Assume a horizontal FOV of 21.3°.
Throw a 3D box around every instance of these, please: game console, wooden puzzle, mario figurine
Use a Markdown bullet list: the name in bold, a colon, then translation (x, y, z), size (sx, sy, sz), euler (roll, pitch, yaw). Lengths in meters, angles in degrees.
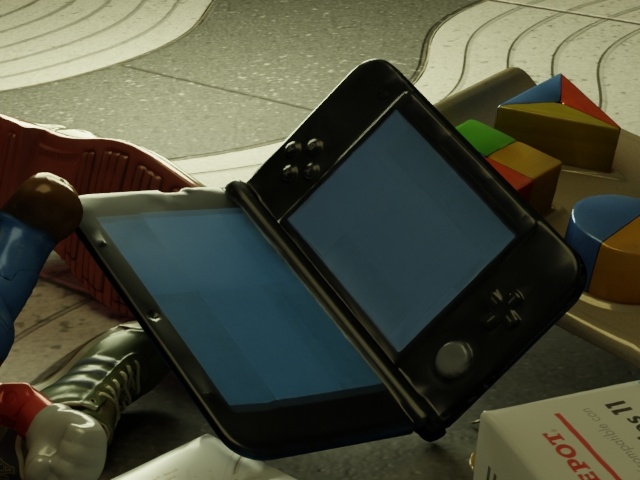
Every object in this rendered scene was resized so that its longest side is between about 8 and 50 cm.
- **game console**: translation (0.000, 0.000, 1.249), size (0.293, 0.250, 0.173), euler (50, 10, 36)
- **wooden puzzle**: translation (0.228, -0.038, 1.415), size (0.348, 0.080, 0.322), euler (32, 37, 25)
- **mario figurine**: translation (-0.245, 0.069, 1.137), size (0.198, 0.170, 0.320), euler (-7, 50, 16)

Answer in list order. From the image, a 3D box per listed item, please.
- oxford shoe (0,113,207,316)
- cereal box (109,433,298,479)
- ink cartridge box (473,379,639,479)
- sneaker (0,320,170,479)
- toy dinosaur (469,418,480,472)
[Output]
- **oxford shoe**: translation (-0.169, -0.030, 1.529), size (0.397, 0.140, 0.146), euler (27, 15, 36)
- **cereal box**: translation (-0.058, 0.204, 1.050), size (0.173, 0.047, 0.240), euler (-22, 29, -38)
- **ink cartridge box**: translation (0.218, 0.175, 0.933), size (0.353, 0.119, 0.207), euler (-10, 33, -21)
- **sneaker**: translation (-0.168, 0.125, 1.243), size (0.192, 0.064, 0.086), euler (-26, 32, -33)
- **toy dinosaur**: translation (0.146, 0.144, 1.159), size (0.093, 0.053, 0.183), euler (-5, 22, 1)
